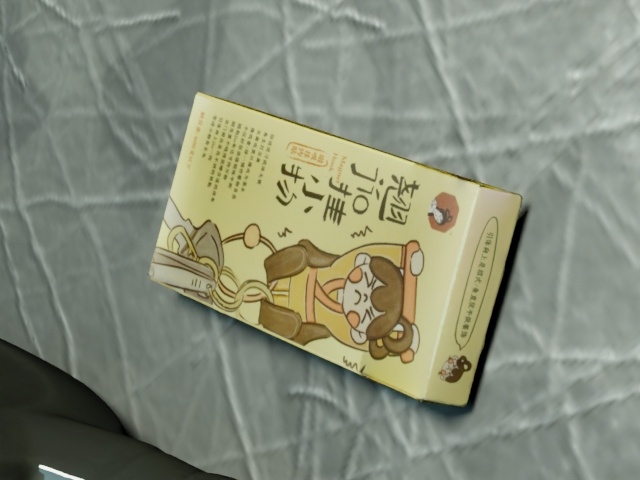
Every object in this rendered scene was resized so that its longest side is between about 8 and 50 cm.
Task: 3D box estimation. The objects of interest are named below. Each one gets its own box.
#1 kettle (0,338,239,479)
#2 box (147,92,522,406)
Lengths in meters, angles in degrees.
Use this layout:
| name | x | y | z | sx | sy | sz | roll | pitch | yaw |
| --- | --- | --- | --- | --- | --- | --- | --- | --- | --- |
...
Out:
| name | x | y | z | sx | sy | sz | roll | pitch | yaw |
| --- | --- | --- | --- | --- | --- | --- | --- | --- | --- |
| kettle | -0.177 | 0.224 | 0.602 | 0.361 | 0.250 | 0.377 | 19 | 95 | 23 |
| box | 0.000 | 0.000 | 0.586 | 0.149 | 0.020 | 0.073 | 20 | 98 | 43 |
